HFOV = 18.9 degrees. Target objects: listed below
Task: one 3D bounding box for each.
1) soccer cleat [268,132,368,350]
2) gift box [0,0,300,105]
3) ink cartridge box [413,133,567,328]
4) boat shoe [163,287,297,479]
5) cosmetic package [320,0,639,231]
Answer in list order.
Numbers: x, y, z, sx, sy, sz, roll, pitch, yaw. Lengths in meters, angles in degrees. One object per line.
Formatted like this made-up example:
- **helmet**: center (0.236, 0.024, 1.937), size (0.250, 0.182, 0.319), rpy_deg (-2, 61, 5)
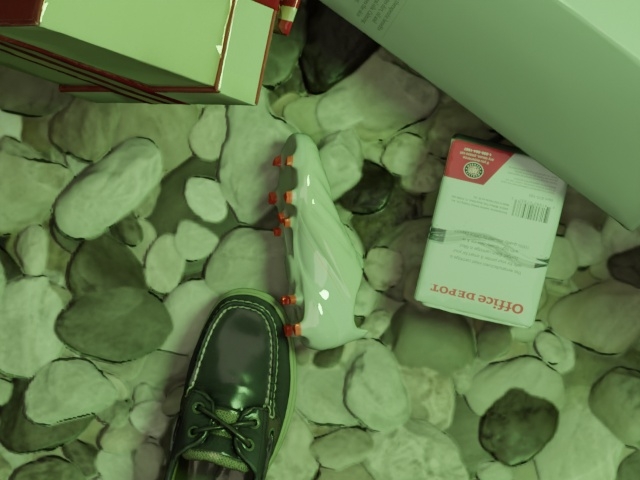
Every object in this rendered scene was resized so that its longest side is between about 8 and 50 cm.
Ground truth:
- **soccer cleat**: center (0.000, 0.000, 1.732), size (0.076, 0.068, 0.196), rpy_deg (-6, 93, -19)
- **gift box**: center (-0.156, -0.258, 1.571), size (0.255, 0.258, 0.276), rpy_deg (13, 86, 48)
- **ink cartridge box**: center (0.153, -0.009, 1.711), size (0.109, 0.063, 0.150), rpy_deg (13, 99, 3)
- **boat shoe**: center (-0.088, 0.187, 1.744), size (0.102, 0.092, 0.285), rpy_deg (15, 99, 3)
- **cosmetic package**: center (0.183, -0.199, 1.597), size (0.365, 0.197, 0.155), rpy_deg (36, 58, -2)
